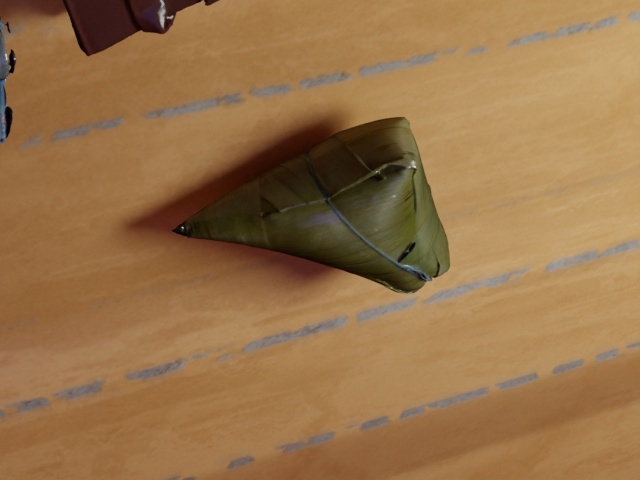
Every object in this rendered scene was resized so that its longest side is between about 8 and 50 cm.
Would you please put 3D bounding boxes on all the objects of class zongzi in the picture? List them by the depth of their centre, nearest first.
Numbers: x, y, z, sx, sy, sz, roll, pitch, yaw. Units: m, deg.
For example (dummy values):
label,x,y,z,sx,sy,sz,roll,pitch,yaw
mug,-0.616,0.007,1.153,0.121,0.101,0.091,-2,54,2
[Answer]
label,x,y,z,sx,sy,sz,roll,pitch,yaw
zongzi,0.000,0.000,1.606,0.256,0.115,0.228,-24,143,0

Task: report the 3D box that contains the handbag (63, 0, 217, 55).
label,x,y,z,sx,sy,sz,roll,pitch,yaw
handbag,-0.118,-0.305,1.260,0.260,0.084,0.275,-27,139,-11

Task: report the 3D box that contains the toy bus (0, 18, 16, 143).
label,x,y,z,sx,sy,sz,roll,pitch,yaw
toy bus,-0.296,-0.210,1.197,0.106,0.131,0.297,-9,133,-18
